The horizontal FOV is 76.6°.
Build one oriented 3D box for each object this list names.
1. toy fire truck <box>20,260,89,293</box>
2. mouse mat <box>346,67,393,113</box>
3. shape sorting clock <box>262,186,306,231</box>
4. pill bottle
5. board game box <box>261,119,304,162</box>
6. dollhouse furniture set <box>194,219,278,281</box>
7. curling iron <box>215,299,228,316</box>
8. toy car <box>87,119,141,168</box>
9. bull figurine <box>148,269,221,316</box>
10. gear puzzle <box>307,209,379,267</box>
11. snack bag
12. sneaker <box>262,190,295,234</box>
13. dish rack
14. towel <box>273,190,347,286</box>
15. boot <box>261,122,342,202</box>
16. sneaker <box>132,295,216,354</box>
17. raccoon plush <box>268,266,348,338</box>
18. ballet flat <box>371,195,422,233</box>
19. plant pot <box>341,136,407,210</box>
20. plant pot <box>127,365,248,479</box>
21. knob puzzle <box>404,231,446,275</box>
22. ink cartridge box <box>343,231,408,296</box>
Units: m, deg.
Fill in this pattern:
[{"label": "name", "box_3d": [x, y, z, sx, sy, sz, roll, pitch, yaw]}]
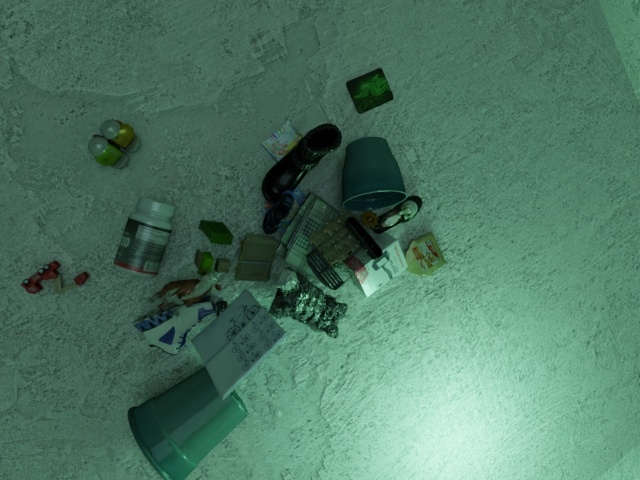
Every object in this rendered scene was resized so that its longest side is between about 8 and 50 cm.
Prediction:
[{"label": "toy fire truck", "box_3d": [-1.002, 0.153, 1.535, 0.192, 0.047, 0.135, -39, 101, -8]}, {"label": "mouse mat", "box_3d": [0.221, -0.667, 1.807, 0.190, 0.007, 0.152, -27, 98, -12]}, {"label": "shape sorting clock", "box_3d": [-0.146, -0.139, 1.726, 0.207, 0.040, 0.206, -1, 93, -13]}, {"label": "pill bottle", "box_3d": [-0.665, -0.014, 1.549, 0.161, 0.161, 0.283, 18, 88, -13]}, {"label": "board game box", "box_3d": [-0.160, -0.421, 1.717, 0.154, 0.026, 0.103, -45, 101, -8]}, {"label": "dollhouse furniture set", "box_3d": [-0.349, 0.048, 1.675, 0.302, 0.151, 0.197, 7, 107, -35]}, {"label": "curling iron", "box_3d": [-0.379, 0.375, 1.697, 0.068, 0.035, 0.273, -23, 97, -7]}, {"label": "toy car", "box_3d": [-0.791, -0.371, 1.526, 0.136, 0.159, 0.182, 31, 85, 22]}, {"label": "bull figurine", "box_3d": [-0.515, 0.199, 1.518, 0.188, 0.311, 0.101, -38, 106, -46]}, {"label": "gear puzzle", "box_3d": [0.109, -0.031, 1.723, 0.339, 0.044, 0.175, -36, 90, -20]}, {"label": "snack bag", "box_3d": [-0.322, 0.368, 1.544, 0.323, 0.342, 0.037, -44, 135, -6]}, {"label": "sneaker", "box_3d": [-0.178, -0.096, 1.624, 0.082, 0.090, 0.232, 29, 126, -9]}, {"label": "dish rack", "box_3d": [0.087, 0.058, 1.625, 0.272, 0.074, 0.208, -38, 84, -19]}, {"label": "towel", "box_3d": [0.000, 0.000, 1.726, 0.324, 0.056, 0.312, 33, 84, -25]}, {"label": "boot", "box_3d": [-0.082, -0.304, 1.598, 0.131, 0.260, 0.347, 40, 74, -17]}, {"label": "sneaker", "box_3d": [-0.558, 0.347, 1.619, 0.316, 0.127, 0.182, -18, 100, -5]}, {"label": "raccoon plush", "box_3d": [-0.035, 0.265, 1.580, 0.299, 0.446, 0.216, 26, 85, 3]}, {"label": "ballet flat", "box_3d": [0.359, -0.112, 1.817, 0.281, 0.096, 0.095, -33, 98, -10]}, {"label": "plant pot", "box_3d": [0.208, -0.283, 1.702, 0.272, 0.271, 0.255, -5, 79, -13]}, {"label": "plant pot", "box_3d": [-0.482, 0.673, 1.553, 0.334, 0.341, 0.341, -35, 100, -17]}, {"label": "knob puzzle", "box_3d": [0.468, 0.078, 1.885, 0.213, 0.030, 0.212, -1, 93, -14]}, {"label": "ink cartridge box", "box_3d": [0.244, 0.103, 1.770, 0.237, 0.100, 0.171, -36, 125, -10]}]
